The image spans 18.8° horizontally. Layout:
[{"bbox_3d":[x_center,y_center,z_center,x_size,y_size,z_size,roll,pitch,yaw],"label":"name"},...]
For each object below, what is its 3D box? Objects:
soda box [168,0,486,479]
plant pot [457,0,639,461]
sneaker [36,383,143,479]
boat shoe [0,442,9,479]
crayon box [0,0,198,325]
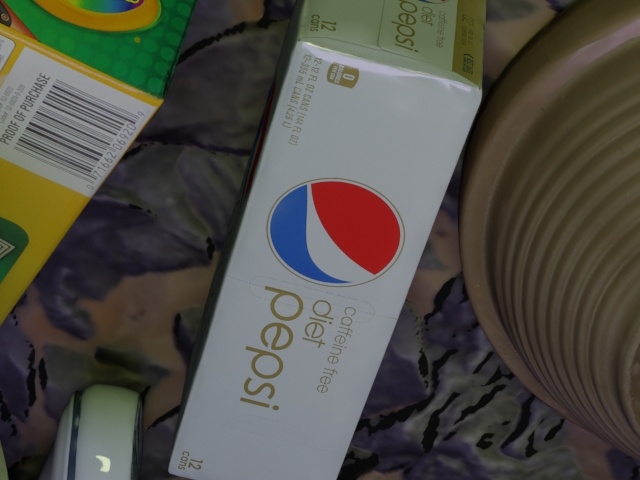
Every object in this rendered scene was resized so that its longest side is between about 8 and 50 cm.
[{"bbox_3d":[0.000,0.000,0.738,0.069,0.074,0.216,14,127,-5],"label":"soda box"},{"bbox_3d":[0.167,0.017,0.714,0.237,0.110,0.237,3,127,4],"label":"plant pot"},{"bbox_3d":[-0.137,0.162,0.862,0.091,0.094,0.258,11,128,-9],"label":"sneaker"},{"bbox_3d":[-0.302,-0.035,0.570,0.500,0.156,0.187,40,137,7],"label":"boat shoe"},{"bbox_3d":[-0.169,-0.039,0.676,0.165,0.081,0.278,26,141,-14],"label":"crayon box"}]
